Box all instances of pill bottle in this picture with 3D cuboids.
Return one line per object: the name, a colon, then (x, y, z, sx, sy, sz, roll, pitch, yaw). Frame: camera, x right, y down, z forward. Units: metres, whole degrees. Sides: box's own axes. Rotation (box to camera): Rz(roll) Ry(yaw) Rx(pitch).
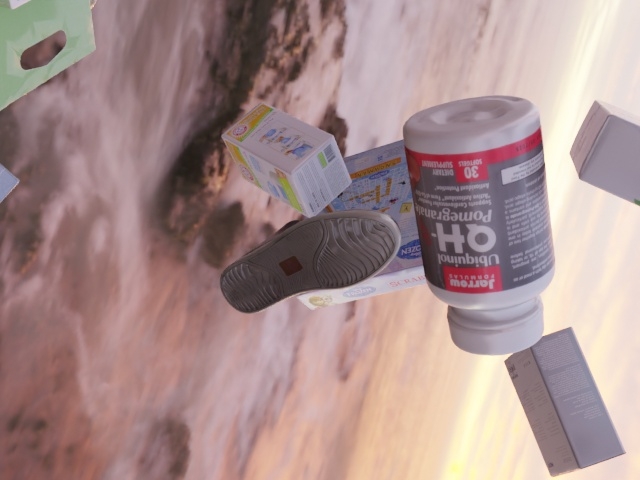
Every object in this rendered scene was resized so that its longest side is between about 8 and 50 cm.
pill bottle: (0.217, -0.017, 1.185, 0.176, 0.176, 0.319, -54, 136, -60)

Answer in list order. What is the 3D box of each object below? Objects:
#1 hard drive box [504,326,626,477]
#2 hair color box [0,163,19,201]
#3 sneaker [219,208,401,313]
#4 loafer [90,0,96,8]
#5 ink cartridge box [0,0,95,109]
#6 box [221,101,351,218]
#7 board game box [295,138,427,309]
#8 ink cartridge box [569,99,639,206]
hard drive box: (0.430, 0.293, 1.600, 0.181, 0.089, 0.232, 98, -25, -71)
hair color box: (-0.617, -0.178, 1.259, 0.114, 0.374, 0.185, -51, -154, -10)
sneaker: (0.000, 0.000, 0.961, 0.083, 0.222, 0.118, 62, 33, -14)
loafer: (-0.332, -0.419, 1.195, 0.092, 0.101, 0.269, -8, 115, -73)
ink cartridge box: (-0.261, -0.257, 0.860, 0.171, 0.056, 0.235, -52, 149, -47)
box: (-0.060, -0.142, 1.552, 0.103, 0.203, 0.114, -42, 137, -18)
board game box: (0.113, -0.043, 1.752, 0.066, 0.318, 0.318, 45, 41, -44)
ink cartridge box: (0.421, -0.106, 1.172, 0.219, 0.160, 0.093, -46, 160, -72)
